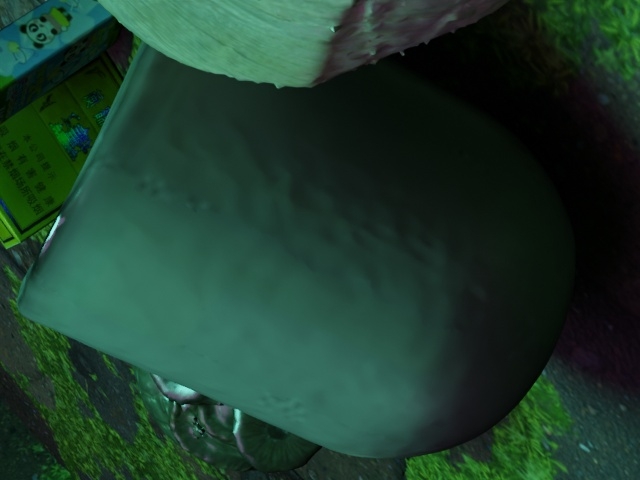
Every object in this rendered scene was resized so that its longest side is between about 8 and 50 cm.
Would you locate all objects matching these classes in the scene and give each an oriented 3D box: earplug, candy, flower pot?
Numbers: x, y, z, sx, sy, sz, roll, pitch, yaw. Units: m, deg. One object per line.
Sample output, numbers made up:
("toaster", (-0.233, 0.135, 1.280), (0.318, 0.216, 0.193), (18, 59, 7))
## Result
("earplug", (0.000, 0.000, 1.103), (0.394, 0.313, 0.312), (27, 155, -9))
("candy", (-0.302, -0.208, 1.526), (0.062, 0.194, 0.097), (48, 152, 3))
("flower pot", (-0.056, 0.081, 1.375), (0.302, 0.302, 0.213), (12, 132, 53))

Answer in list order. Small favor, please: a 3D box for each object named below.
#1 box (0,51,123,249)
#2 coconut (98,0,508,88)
("box", (-0.307, -0.108, 1.623), (0.141, 0.220, 0.064), (57, 153, -9))
("coconut", (-0.030, -0.280, 0.817), (0.404, 0.404, 0.405), (38, 150, 28))
